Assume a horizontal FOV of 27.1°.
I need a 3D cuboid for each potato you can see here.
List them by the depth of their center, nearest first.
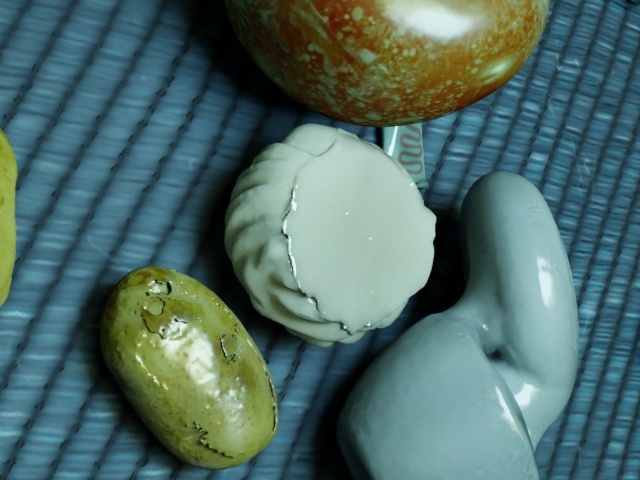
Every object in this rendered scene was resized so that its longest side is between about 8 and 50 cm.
[{"bbox_3d":[-0.097,0.095,0.994,0.107,0.080,0.170,-34,106,-25],"label":"potato"}]

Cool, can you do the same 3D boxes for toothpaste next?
[{"bbox_3d":[0.070,-0.149,1.201,0.056,0.036,0.205,-2,87,-41],"label":"toothpaste"}]

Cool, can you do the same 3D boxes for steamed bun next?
[{"bbox_3d":[0.000,0.000,1.072,0.183,0.106,0.182,4,83,-34],"label":"steamed bun"}]

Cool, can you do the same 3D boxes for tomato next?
[{"bbox_3d":[0.046,-0.220,1.070,0.270,0.223,0.270,7,76,-27],"label":"tomato"}]

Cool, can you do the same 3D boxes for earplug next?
[{"bbox_3d":[0.129,0.094,1.119,0.214,0.175,0.325,85,25,-59],"label":"earplug"}]

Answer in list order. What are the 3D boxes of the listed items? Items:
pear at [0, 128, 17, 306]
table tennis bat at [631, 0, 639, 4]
[{"bbox_3d":[-0.275,-0.015,0.829,0.178,0.178,0.178,8,77,-38],"label":"pear"},{"bbox_3d":[0.359,-0.373,1.469,0.153,0.040,0.244,18,68,-35],"label":"table tennis bat"}]
